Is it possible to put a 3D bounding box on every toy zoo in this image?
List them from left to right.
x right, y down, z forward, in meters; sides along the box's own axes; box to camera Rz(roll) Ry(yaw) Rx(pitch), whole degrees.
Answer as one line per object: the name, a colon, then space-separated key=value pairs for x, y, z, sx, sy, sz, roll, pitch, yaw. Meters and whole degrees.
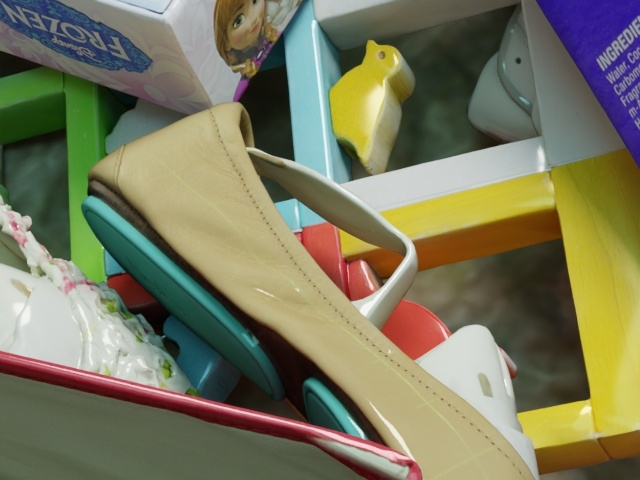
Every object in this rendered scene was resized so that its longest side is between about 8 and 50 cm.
toy zoo: x=0.000 y=0.000 z=0.593 sx=0.293 sy=0.030 sz=0.192 roll=-13 pitch=64 yaw=16

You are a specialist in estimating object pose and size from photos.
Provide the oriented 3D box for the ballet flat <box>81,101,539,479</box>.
ballet flat: x=0.013 y=0.034 z=0.514 sx=0.073 sy=0.080 sz=0.232 roll=-36 pitch=61 yaw=-14

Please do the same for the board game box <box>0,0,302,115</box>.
board game box: x=-0.096 y=-0.227 z=0.691 sx=0.318 sy=0.066 sz=0.318 roll=21 pitch=67 yaw=28

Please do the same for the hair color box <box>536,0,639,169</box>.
hair color box: x=0.165 y=-0.105 z=0.541 sx=0.185 sy=0.110 sz=0.339 roll=-16 pitch=68 yaw=-38

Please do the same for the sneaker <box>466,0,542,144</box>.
sneaker: x=0.117 y=-0.041 z=0.632 sx=0.115 sy=0.090 sz=0.232 roll=-17 pitch=61 yaw=8

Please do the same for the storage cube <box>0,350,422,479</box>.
storage cube: x=-0.089 y=0.151 z=0.448 sx=0.215 sy=0.193 sz=0.183 roll=12 pitch=62 yaw=5

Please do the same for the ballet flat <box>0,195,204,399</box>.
ballet flat: x=-0.132 y=0.018 z=0.574 sx=0.241 sy=0.077 sz=0.091 roll=39 pitch=89 yaw=30
